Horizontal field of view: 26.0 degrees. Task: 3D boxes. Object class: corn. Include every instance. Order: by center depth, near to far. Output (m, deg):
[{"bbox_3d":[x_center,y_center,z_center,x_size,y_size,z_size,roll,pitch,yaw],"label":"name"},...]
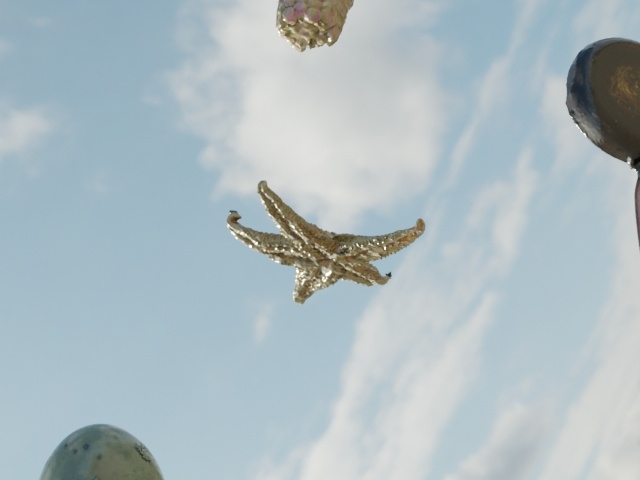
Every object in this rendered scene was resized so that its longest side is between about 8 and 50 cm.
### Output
[{"bbox_3d":[0.012,-0.402,1.974,0.127,0.126,0.335,89,-171,-49],"label":"corn"}]

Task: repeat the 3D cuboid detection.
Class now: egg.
[{"bbox_3d":[-0.270,0.340,1.716,0.169,0.169,0.237,-29,-55,-49],"label":"egg"}]

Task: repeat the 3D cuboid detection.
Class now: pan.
[{"bbox_3d":[0.256,-0.068,1.109,0.114,0.212,0.040,2,-20,-24],"label":"pan"}]

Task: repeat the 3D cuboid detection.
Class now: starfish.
[{"bbox_3d":[-0.002,0.005,1.658,0.295,0.231,0.048,-25,41,54],"label":"starfish"}]
